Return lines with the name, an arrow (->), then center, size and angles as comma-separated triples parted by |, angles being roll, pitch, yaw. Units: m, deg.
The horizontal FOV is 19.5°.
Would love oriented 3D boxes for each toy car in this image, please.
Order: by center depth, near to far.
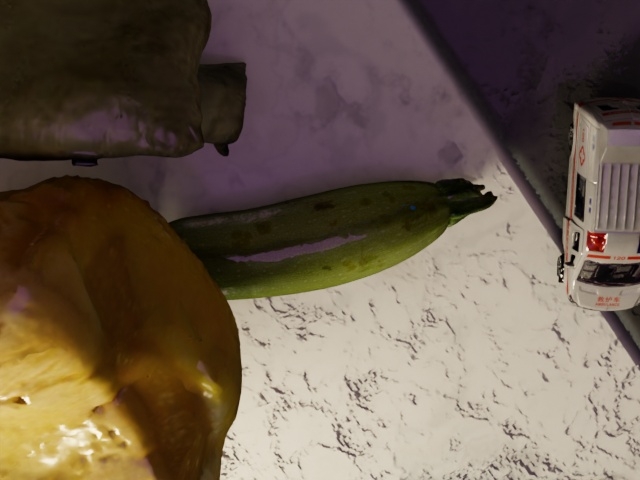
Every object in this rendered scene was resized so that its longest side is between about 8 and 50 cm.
toy car -> 0.273, -0.026, 1.713 | 0.089, 0.108, 0.210 | 2, 105, -4

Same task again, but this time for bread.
bread -> -0.266, 0.121, 1.629 | 0.394, 0.250, 0.361 | -27, 126, 13

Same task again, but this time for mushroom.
mushroom -> -0.198, -0.162, 1.591 | 0.292, 0.217, 0.212 | 14, 100, -7

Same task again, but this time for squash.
squash -> 0.000, 0.000, 1.714 | 0.341, 0.094, 0.094 | -10, 106, -1
